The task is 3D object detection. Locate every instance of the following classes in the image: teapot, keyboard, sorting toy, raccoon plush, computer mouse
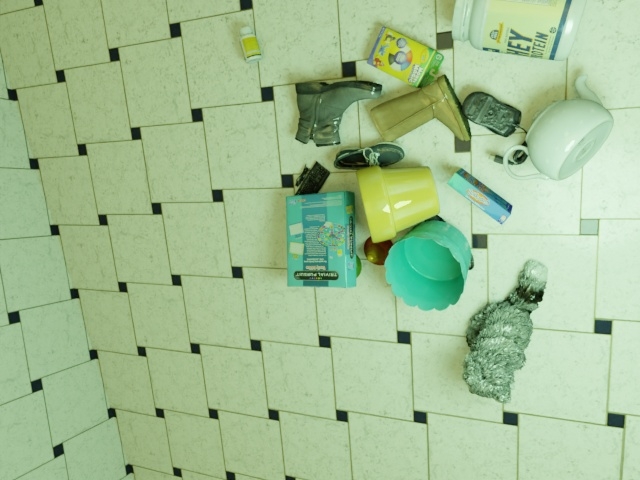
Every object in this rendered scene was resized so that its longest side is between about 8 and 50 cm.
[{"bbox_3d":[0.688,-0.308,1.454,0.187,0.256,0.252,49,153,30],"label":"teapot"},{"bbox_3d":[-0.053,-0.208,1.894,0.100,0.038,0.192,39,114,10],"label":"keyboard"},{"bbox_3d":[0.096,0.098,1.860,0.365,0.126,0.127,-27,92,26],"label":"sorting toy"},{"bbox_3d":[0.575,0.293,1.607,0.216,0.299,0.446,13,108,20],"label":"raccoon plush"},{"bbox_3d":[0.445,0.007,1.732,0.071,0.041,0.242,-43,85,26],"label":"computer mouse"},{"bbox_3d":[0.554,-0.348,1.585,0.262,0.060,0.184,22,107,4],"label":"computer mouse"}]

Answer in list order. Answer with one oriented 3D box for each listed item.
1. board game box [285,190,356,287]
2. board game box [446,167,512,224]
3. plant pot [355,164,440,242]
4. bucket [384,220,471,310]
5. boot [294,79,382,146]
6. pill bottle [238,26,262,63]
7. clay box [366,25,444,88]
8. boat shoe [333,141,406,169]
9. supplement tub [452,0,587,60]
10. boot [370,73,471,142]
[{"bbox_3d":[0.000,0.000,1.814,0.254,0.079,0.336,-2,89,32],"label":"board game box"},{"bbox_3d":[0.510,-0.145,1.598,0.210,0.160,0.047,39,115,9],"label":"board game box"},{"bbox_3d":[0.260,-0.138,1.668,0.239,0.254,0.254,-13,99,6],"label":"plant pot"},{"bbox_3d":[0.366,0.077,1.681,0.281,0.183,0.281,13,120,23],"label":"bucket"},{"bbox_3d":[0.063,-0.440,1.754,0.338,0.118,0.223,9,110,33],"label":"boot"},{"bbox_3d":[-0.259,-0.714,1.834,0.065,0.065,0.116,-12,99,26],"label":"pill bottle"},{"bbox_3d":[0.277,-0.592,1.641,0.222,0.053,0.127,31,114,14],"label":"clay box"},{"bbox_3d":[0.167,-0.286,1.740,0.254,0.079,0.095,3,128,23],"label":"boat shoe"},{"bbox_3d":[0.555,-0.645,1.405,0.325,0.235,0.235,16,109,19],"label":"supplement tub"},{"bbox_3d":[0.333,-0.389,1.658,0.269,0.089,0.236,-22,100,32],"label":"boot"}]
